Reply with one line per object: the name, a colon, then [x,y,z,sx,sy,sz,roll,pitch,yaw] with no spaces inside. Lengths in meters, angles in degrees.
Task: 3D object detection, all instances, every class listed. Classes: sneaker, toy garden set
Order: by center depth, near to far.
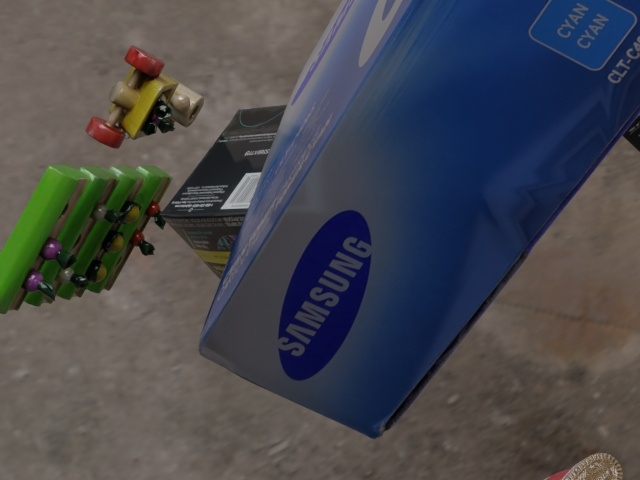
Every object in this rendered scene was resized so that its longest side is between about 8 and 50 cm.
sneaker: [0.156,0.195,1.232,0.042,0.118,0.067,57,158,11]
toy garden set: [-0.142,-0.038,1.289,0.049,0.244,0.203,31,98,9]

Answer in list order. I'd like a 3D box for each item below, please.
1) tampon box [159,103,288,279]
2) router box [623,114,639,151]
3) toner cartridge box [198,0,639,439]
tampon box: [0.000,0.000,1.160,0.120,0.101,0.161,-1,137,52]
router box: [0.215,-0.102,1.164,0.133,0.179,0.046,39,108,-25]
toner cartridge box: [0.073,-0.102,0.529,0.075,0.165,0.348,26,135,-7]
